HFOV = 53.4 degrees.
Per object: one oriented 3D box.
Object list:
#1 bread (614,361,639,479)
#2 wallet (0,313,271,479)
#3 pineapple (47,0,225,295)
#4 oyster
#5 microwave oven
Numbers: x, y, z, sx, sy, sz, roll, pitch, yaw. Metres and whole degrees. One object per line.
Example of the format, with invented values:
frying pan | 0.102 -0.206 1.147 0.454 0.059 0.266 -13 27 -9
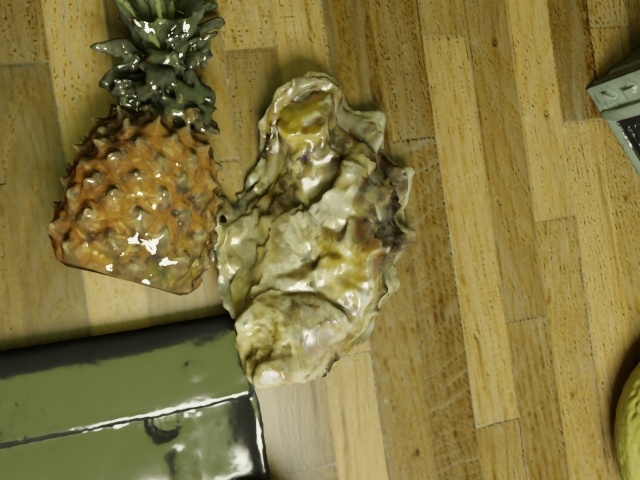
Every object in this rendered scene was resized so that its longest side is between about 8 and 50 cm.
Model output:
bread | 0.533 0.255 0.789 0.321 0.237 0.320 -3 99 -19
wallet | -0.263 0.216 0.651 0.407 0.062 0.228 -8 91 -16
pineapple | -0.161 -0.121 0.646 0.169 0.169 0.340 14 79 -15
oyster | 0.001 0.000 0.697 0.238 0.115 0.351 29 66 -14
microwave oven | 0.486 -0.166 0.833 0.162 0.122 0.208 -38 99 -12
